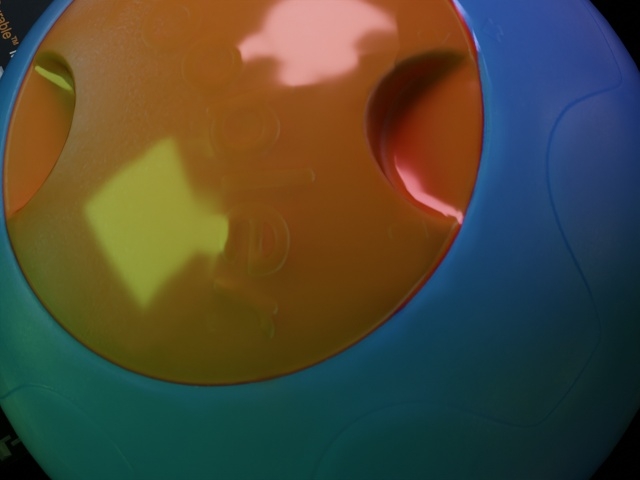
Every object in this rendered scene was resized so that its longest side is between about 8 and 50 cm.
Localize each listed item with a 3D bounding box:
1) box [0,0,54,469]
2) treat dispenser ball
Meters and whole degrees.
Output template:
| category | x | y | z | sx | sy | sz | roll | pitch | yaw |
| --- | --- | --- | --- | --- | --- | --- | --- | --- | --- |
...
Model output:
| category | x | y | z | sx | sy | sz | roll | pitch | yaw |
| --- | --- | --- | --- | --- | --- | --- | --- | --- | --- |
| box | -0.178 | -0.031 | 1.109 | 0.293 | 0.073 | 0.295 | -31 | 56 | 7 |
| treat dispenser ball | 0.000 | 0.000 | 0.812 | 0.288 | 0.288 | 0.288 | -10 | 78 | 52 |
